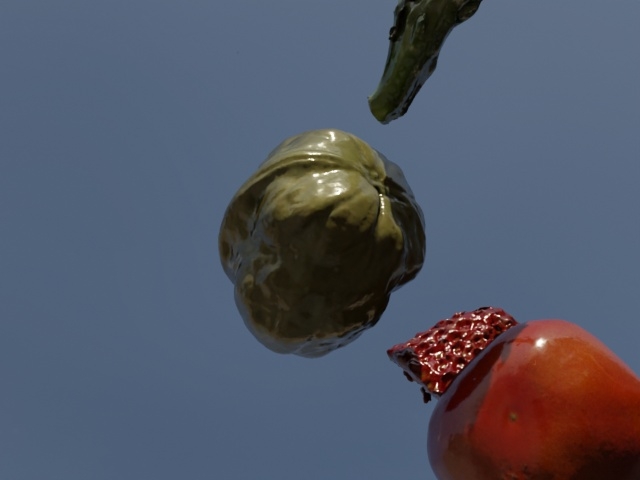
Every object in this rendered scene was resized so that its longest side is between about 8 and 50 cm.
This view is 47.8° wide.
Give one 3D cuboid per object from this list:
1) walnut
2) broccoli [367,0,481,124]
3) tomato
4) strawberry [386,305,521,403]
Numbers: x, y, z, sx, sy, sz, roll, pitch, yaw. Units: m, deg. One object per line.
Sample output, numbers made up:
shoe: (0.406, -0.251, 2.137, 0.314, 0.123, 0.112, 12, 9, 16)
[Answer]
walnut: (0.001, 0.002, 0.973, 0.253, 0.282, 0.277, 0, -45, -41)
broccoli: (0.147, -0.276, 0.912, 0.164, 0.145, 0.304, -12, -35, -44)
tomato: (0.243, 0.214, 0.803, 0.260, 0.260, 0.180, -51, -41, 7)
strawberry: (0.227, 0.182, 1.034, 0.234, 0.234, 0.178, 41, -95, -14)
